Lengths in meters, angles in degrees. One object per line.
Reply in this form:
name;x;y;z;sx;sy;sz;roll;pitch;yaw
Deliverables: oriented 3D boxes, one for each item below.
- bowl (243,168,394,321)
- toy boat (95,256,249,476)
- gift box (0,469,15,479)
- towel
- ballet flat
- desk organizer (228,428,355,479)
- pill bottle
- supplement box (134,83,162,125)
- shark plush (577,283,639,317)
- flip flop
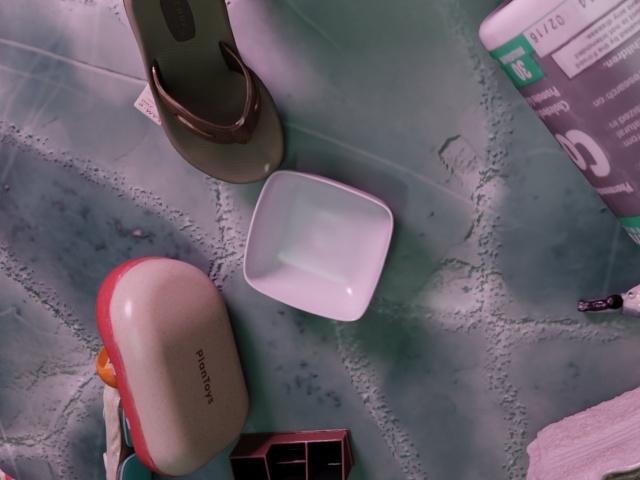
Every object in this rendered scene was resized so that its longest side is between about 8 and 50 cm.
bowl;0.000;0.000;1.060;0.142;0.053;0.142;19;111;6
toy boat;-0.181;0.131;1.110;0.151;0.151;0.231;-1;108;35
gift box;-0.415;0.440;1.204;0.276;0.258;0.255;33;116;23
towel;0.318;0.178;0.970;0.282;0.187;0.049;-29;95;19
ballet flat;-0.227;0.236;1.202;0.052;0.057;0.168;17;110;38
desk organizer;-0.032;0.244;1.149;0.130;0.050;0.047;-6;106;15
pill bottle;0.318;-0.099;0.869;0.204;0.204;0.361;-37;96;21
supplement box;-0.138;-0.168;1.033;0.036;0.062;0.098;38;111;-2
shark plush;0.335;0.075;1.005;0.161;0.073;0.067;-8;136;11
flip flop;-0.102;-0.145;0.960;0.112;0.080;0.277;-24;139;-6
